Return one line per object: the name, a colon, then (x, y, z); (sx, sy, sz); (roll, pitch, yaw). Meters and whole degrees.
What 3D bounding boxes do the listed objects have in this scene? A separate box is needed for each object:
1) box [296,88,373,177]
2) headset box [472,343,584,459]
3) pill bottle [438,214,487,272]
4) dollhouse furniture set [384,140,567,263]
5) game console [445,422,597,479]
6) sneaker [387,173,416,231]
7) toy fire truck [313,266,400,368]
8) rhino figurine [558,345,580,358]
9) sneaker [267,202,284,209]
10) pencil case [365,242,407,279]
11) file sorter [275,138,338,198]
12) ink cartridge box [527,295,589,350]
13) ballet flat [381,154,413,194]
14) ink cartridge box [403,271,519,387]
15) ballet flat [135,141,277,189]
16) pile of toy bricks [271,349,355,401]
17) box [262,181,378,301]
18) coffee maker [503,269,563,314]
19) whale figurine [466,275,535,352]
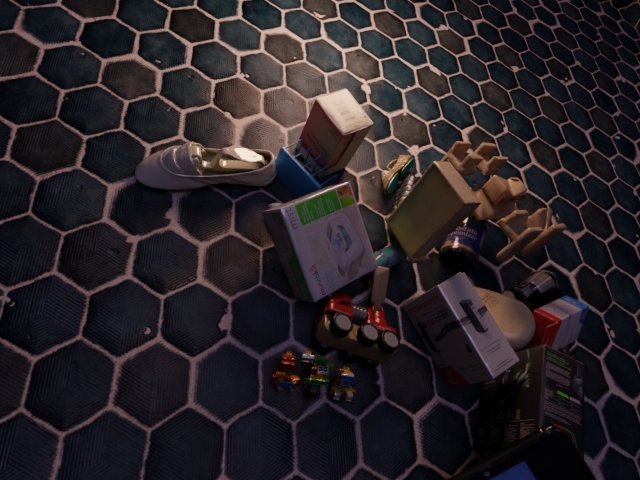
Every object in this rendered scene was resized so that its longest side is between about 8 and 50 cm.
box: (0.037, -0.333, 1.305); (0.127, 0.232, 0.148); (-29, 77, -29)
headset box: (0.552, 0.437, 1.100); (0.131, 0.246, 0.282); (26, 58, -5)
pill bottle: (0.480, -0.010, 1.371); (0.123, 0.122, 0.219); (32, 58, -3)
dollhouse furniture set: (0.443, -0.088, 1.257); (0.395, 0.256, 0.361); (-6, 56, -35)
game console: (0.445, 0.634, 0.920); (0.387, 0.060, 0.341); (-33, 99, 5)
sneaker: (0.313, -0.106, 1.389); (0.132, 0.086, 0.228); (26, 69, -12)
toy fire truck: (0.110, 0.190, 1.137); (0.217, 0.158, 0.246); (22, 39, -14)
rhino figurine: (0.739, 0.393, 1.292); (0.106, 0.073, 0.243); (46, 57, 11)
sneaker: (-0.083, -0.077, 1.244); (0.153, 0.053, 0.061); (0, 74, -14)
pencil case: (0.193, 0.063, 1.262); (0.152, 0.070, 0.064); (-25, 40, -26)
file sorter: (-0.048, -0.212, 1.283); (0.170, 0.118, 0.104); (47, 55, 7)
ink cartridge box: (0.712, 0.268, 1.267); (0.231, 0.134, 0.078); (-11, 28, -31)
ballet flat: (0.254, -0.233, 1.443); (0.067, 0.073, 0.206); (24, 52, 25)
ink cartridge box: (0.382, 0.253, 1.157); (0.114, 0.197, 0.272); (-19, 72, -27)
ballet flat: (-0.317, -0.225, 1.182); (0.401, 0.139, 0.139); (-2, 66, -21)
pile of toy bricks: (-0.011, 0.325, 1.047); (0.213, 0.117, 0.105); (9, 23, -4)
box: (0.000, 0.000, 1.137); (0.231, 0.127, 0.261); (-24, 101, -29)
coffee maker: (0.701, 0.203, 1.346); (0.178, 0.120, 0.171); (-22, 75, -27)
whale figurine: (0.516, 0.232, 1.275); (0.216, 0.141, 0.272); (-33, 55, -23)
